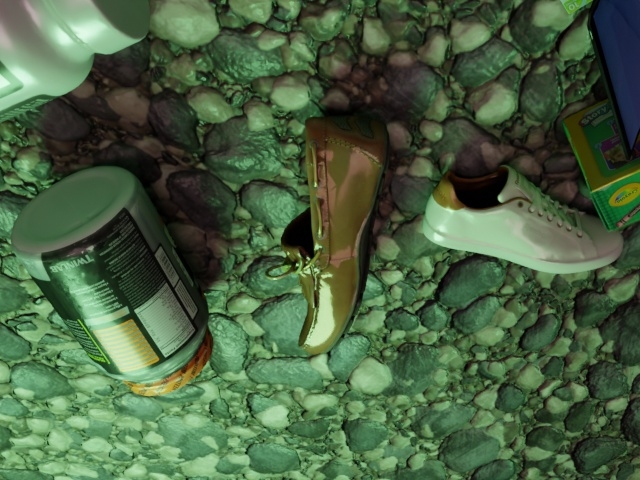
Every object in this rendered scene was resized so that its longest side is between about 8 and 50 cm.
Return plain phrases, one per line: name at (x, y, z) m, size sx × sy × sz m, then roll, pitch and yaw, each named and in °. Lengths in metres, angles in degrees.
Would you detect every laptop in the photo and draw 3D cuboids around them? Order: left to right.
laptop at (0.429, -0.259, 0.984) m, size 0.264 × 0.137 × 0.234 m, roll -23°, pitch 137°, yaw 14°

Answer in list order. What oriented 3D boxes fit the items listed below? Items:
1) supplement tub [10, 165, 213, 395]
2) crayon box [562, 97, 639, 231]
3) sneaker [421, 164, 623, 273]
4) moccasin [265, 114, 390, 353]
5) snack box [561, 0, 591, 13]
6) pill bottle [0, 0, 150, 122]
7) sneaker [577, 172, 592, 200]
supplement tub at (-0.284, 0.067, 1.255) m, size 0.193 × 0.194 × 0.316 m, roll -14°, pitch 128°, yaw 11°
crayon box at (0.462, -0.140, 1.096) m, size 0.278 × 0.165 × 0.081 m, roll -25°, pitch 126°, yaw 20°
sneaker at (0.296, -0.034, 1.221) m, size 0.290 × 0.106 × 0.123 m, roll 7°, pitch 132°, yaw -4°
moccasin at (0.000, 0.002, 1.234) m, size 0.146 × 0.139 × 0.380 m, roll 6°, pitch 129°, yaw -3°
snack box at (0.327, -0.345, 1.011) m, size 0.141 × 0.037 × 0.100 m, roll -30°, pitch 125°, yaw 21°
pill bottle at (-0.393, -0.239, 0.995) m, size 0.362 × 0.210 × 0.210 m, roll -19°, pitch 127°, yaw 15°
sneaker at (0.465, -0.033, 1.238) m, size 0.228 × 0.086 × 0.132 m, roll 4°, pitch 132°, yaw -4°
